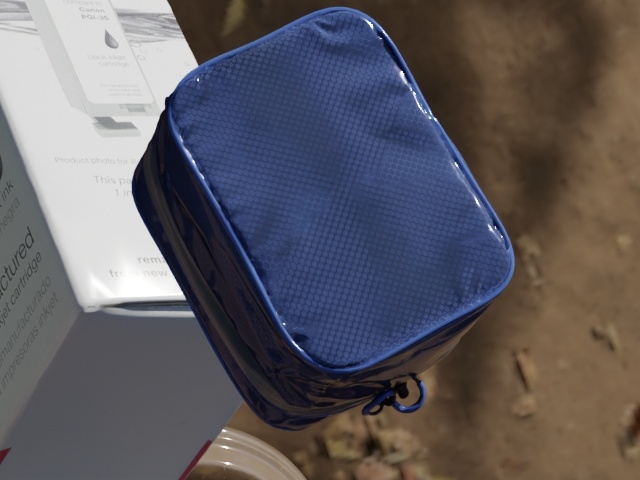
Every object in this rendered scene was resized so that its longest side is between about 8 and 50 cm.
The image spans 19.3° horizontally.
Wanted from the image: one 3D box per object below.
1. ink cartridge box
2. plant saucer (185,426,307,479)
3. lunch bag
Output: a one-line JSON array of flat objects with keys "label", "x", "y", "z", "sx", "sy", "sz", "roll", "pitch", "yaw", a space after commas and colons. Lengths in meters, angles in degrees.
[{"label": "ink cartridge box", "x": -0.144, "y": -0.014, "z": 0.875, "sx": 0.117, "sy": 0.207, "sz": 0.283, "roll": 1, "pitch": 48, "yaw": -36}, {"label": "plant saucer", "x": -0.115, "y": 0.284, "z": 1.526, "sx": 0.277, "sy": 0.041, "sz": 0.278, "roll": -5, "pitch": 105, "yaw": -20}, {"label": "lunch bag", "x": 0.000, "y": 0.000, "z": 0.480, "sx": 0.067, "sy": 0.065, "sz": 0.098, "roll": -25, "pitch": 79, "yaw": -21}]
